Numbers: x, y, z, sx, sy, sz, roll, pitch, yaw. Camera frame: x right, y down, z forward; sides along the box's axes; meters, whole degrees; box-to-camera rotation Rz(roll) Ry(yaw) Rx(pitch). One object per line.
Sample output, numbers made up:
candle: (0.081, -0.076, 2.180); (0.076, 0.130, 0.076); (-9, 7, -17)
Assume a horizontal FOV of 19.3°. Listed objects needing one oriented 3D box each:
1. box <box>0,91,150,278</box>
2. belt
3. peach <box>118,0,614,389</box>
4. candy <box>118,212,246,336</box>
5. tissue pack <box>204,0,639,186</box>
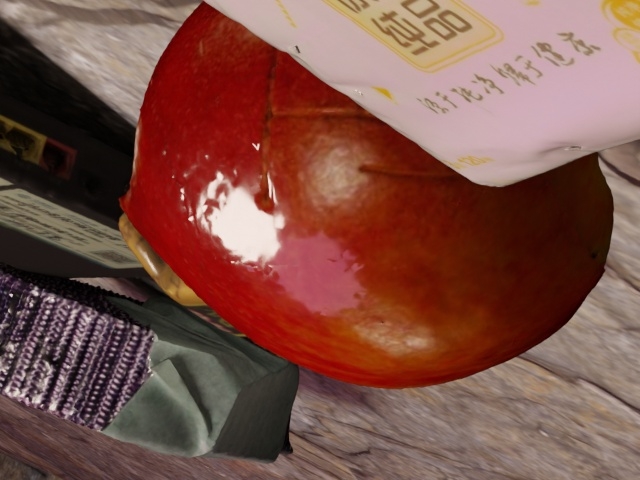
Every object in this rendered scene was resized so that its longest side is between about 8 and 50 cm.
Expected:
box: (-0.245, -0.052, 1.244); (0.211, 0.058, 0.350); (-3, 158, 43)
belt: (-0.159, 0.096, 1.523); (0.260, 0.122, 0.325); (19, 178, 25)
peach: (0.015, -0.035, 0.762); (0.197, 0.197, 0.197); (26, 165, 8)
candy: (0.000, 0.000, 1.077); (0.143, 0.101, 0.271); (32, 160, -36)
tissue pack: (0.053, -0.116, 0.549); (0.185, 0.124, 0.225); (34, 163, -14)
